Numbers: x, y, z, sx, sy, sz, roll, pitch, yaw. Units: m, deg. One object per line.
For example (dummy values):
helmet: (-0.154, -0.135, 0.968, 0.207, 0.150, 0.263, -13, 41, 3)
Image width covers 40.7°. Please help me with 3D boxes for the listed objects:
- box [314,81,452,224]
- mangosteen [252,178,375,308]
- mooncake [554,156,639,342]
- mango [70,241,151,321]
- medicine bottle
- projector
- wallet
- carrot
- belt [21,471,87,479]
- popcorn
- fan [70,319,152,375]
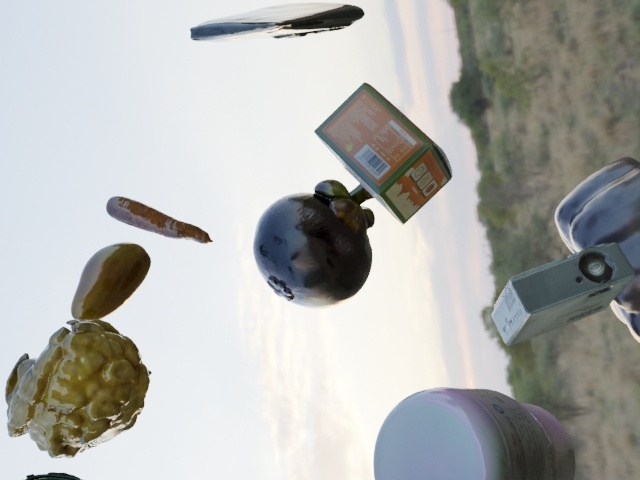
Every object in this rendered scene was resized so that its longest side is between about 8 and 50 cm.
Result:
box: (0.124, -0.165, 1.633, 0.195, 0.148, 0.177, 46, -177, 27)
mangosteen: (-0.015, 0.002, 2.035, 0.297, 0.297, 0.313, 64, -149, -54)
mooncake: (0.477, 0.024, 1.291, 0.306, 0.154, 0.306, 52, -168, -16)
mango: (-0.513, 0.098, 2.074, 0.253, 0.138, 0.113, -55, -4, -36)
medicine bottle: (0.259, 0.363, 1.405, 0.302, 0.241, 0.241, 13, -114, -47)
projector: (0.294, 0.063, 1.061, 0.115, 0.147, 0.061, 97, 152, -65)
wallet: (-0.060, -0.314, 1.256, 0.245, 0.169, 0.052, -31, -60, -54)
carrot: (-0.343, -0.039, 1.826, 0.059, 0.248, 0.059, 20, -90, -81)
belt: (-0.515, 0.561, 1.703, 0.268, 0.116, 0.206, 23, -166, -29)
popcorn: (-0.386, 0.242, 1.369, 0.190, 0.250, 0.250, 50, -178, 19)
fan: (-0.485, 0.262, 1.952, 0.227, 0.152, 0.008, 30, -146, -22)
